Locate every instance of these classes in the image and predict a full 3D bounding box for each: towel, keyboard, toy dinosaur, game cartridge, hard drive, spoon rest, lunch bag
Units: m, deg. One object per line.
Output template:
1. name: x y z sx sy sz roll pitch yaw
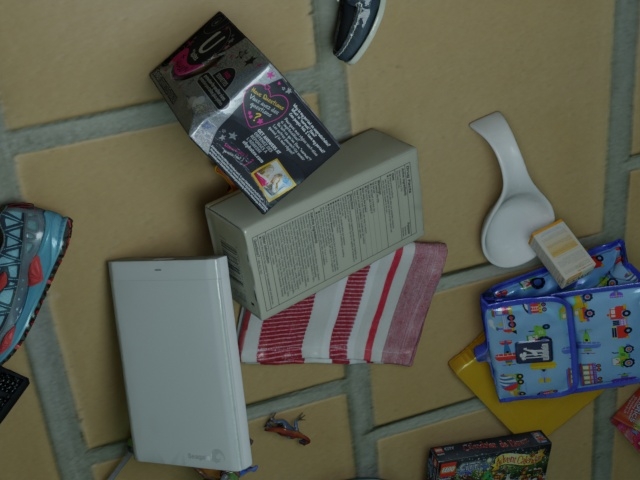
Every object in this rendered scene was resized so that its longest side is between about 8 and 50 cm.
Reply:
1. towel: 0.034 0.102 1.736 0.329 0.037 0.237 3 117 -22
2. keyboard: -0.534 0.272 1.616 0.100 0.038 0.192 31 102 -31
3. toy dinosaur: -0.056 0.332 1.813 0.082 0.090 0.047 35 120 0
4. game cartridge: 0.431 0.204 1.942 0.323 0.053 0.285 -40 123 6
5. hard drive: -0.207 0.177 1.551 0.040 0.203 0.308 -17 103 -57
6. spoon rest: 0.309 -0.070 1.726 0.137 0.084 0.276 -25 122 -7
7. lunch bag: 0.404 0.153 1.816 0.293 0.138 0.221 -14 123 2

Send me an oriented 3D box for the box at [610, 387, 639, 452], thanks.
1. box: 0.716 0.395 2.102 0.257 0.123 0.128 36 101 -32

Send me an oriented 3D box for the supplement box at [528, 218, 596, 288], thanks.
1. supplement box: 0.396 0.022 1.739 0.062 0.098 0.036 -25 155 -15

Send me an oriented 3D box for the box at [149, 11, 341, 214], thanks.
1. box: -0.105 -0.178 1.414 0.142 0.247 0.163 -41 123 2

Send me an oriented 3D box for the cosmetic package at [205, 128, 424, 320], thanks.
1. cosmetic package: -0.001 -0.029 1.561 0.309 0.113 0.160 -26 126 -28

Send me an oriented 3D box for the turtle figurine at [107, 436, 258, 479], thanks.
1. turtle figurine: -0.222 0.336 1.675 0.274 0.198 0.266 -12 116 -19

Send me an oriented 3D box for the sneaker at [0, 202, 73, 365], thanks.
1. sneaker: -0.454 0.060 1.515 0.125 0.104 0.262 25 102 -11

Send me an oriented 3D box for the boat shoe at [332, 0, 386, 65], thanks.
1. boat shoe: 0.057 -0.371 1.463 0.079 0.095 0.255 11 111 -27

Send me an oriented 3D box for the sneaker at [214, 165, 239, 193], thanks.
1. sneaker: -0.099 -0.072 1.594 0.067 0.064 0.175 -11 133 25

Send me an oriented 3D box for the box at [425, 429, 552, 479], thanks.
1. box: 0.307 0.445 1.971 0.233 0.044 0.159 -6 119 -18

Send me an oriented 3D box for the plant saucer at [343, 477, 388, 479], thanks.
1. plant saucer: 0.046 0.564 1.987 0.317 0.044 0.318 -9 118 -17
